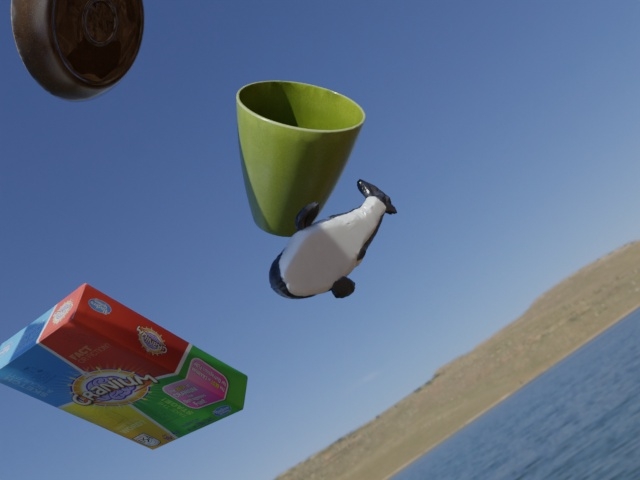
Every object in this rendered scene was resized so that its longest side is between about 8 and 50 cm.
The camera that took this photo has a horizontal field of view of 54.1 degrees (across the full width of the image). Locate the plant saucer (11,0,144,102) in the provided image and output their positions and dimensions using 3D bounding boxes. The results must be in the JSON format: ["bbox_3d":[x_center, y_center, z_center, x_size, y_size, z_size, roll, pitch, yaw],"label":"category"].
[{"bbox_3d":[-0.418,-0.403,1.144,0.310,0.050,0.310,-53,-28,-43],"label":"plant saucer"}]

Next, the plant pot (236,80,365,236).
[{"bbox_3d":[-0.064,-0.164,1.386,0.275,0.275,0.293,-17,-48,-39],"label":"plant pot"}]

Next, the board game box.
[{"bbox_3d":[-0.314,0.216,0.995,0.242,0.064,0.316,-31,-53,30],"label":"board game box"}]

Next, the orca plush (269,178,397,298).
[{"bbox_3d":[0.000,0.000,1.001,0.102,0.151,0.287,-16,33,46],"label":"orca plush"}]
